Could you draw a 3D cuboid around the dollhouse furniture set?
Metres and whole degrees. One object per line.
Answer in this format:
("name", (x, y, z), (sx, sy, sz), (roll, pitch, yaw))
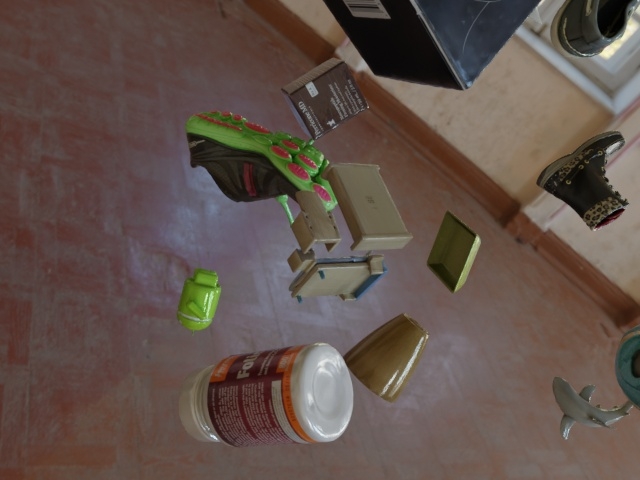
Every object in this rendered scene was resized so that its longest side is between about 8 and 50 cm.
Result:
("dollhouse furniture set", (0.000, 0.000, 1.401), (0.286, 0.303, 0.198), (-2, 56, -34))

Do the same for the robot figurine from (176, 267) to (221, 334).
("robot figurine", (-0.219, 0.110, 1.129), (0.067, 0.115, 0.101), (13, 9, -21))

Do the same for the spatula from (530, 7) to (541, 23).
("spatula", (0.459, -0.618, 1.522), (0.168, 0.019, 0.242), (25, 39, -17))

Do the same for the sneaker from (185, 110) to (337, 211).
("sneaker", (-0.156, -0.187, 1.682), (0.483, 0.202, 0.185), (29, 35, 21))

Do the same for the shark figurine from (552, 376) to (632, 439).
("shark figurine", (0.687, 0.413, 1.500), (0.278, 0.166, 0.116), (3, 5, -15))

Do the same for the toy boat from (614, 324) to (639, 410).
("toy boat", (0.735, 0.205, 1.334), (0.148, 0.318, 0.267), (28, 14, -2))

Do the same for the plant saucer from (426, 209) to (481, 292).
("plant saucer", (0.393, 0.033, 1.818), (0.045, 0.188, 0.188), (10, 21, -21))

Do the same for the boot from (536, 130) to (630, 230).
("boot", (0.630, -0.134, 1.403), (0.236, 0.085, 0.178), (-29, 59, -12))

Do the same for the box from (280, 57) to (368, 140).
("box", (0.011, -0.446, 1.968), (0.168, 0.203, 0.167), (58, -1, -23))

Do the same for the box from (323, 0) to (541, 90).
("box", (0.203, -0.611, 1.101), (0.480, 0.472, 0.297), (46, -9, -36))

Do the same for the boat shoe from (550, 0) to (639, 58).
("boat shoe", (0.456, -0.404, 0.890), (0.116, 0.319, 0.099), (33, 4, -12))

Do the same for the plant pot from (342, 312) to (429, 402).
("plant pot", (0.247, 0.379, 2.145), (0.237, 0.254, 0.237), (39, 6, -5))

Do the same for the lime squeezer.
("lime squeezer", (-0.095, -0.185, 2.056), (0.110, 0.310, 0.059), (6, 17, -23))

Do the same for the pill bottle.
("pill bottle", (-0.139, 0.379, 1.513), (0.224, 0.392, 0.224), (29, 54, -50))
